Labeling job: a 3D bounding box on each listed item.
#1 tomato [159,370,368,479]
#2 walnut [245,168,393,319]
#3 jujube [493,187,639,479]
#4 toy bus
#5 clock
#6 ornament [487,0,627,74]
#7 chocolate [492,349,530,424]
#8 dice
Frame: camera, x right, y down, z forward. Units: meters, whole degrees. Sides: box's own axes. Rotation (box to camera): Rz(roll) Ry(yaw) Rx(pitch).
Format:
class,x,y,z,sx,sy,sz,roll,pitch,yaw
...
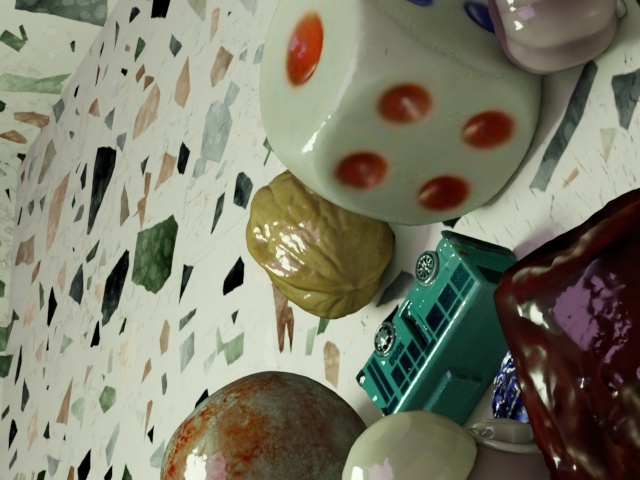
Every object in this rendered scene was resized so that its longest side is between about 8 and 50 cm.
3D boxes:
class,x,y,z,sx,sy,sz,roll,pitch,yaw
tomato,-0.070,0.338,1.681,0.282,0.316,0.317,55,133,14
walnut,0.000,0.000,1.822,0.225,0.225,0.261,-64,35,21
jujube,0.298,0.139,1.069,0.258,0.258,0.377,-1,103,61
toy bus,0.166,0.131,1.543,0.256,0.128,0.147,-61,33,22
clock,0.177,0.339,1.214,0.184,0.342,0.326,-6,79,59
ornament,0.294,-0.296,1.464,0.177,0.177,0.177,-35,48,51
chocolate,0.212,0.254,1.426,0.343,0.126,0.148,-60,-7,32
dice,0.104,-0.220,1.626,0.277,0.304,0.304,-56,34,31
